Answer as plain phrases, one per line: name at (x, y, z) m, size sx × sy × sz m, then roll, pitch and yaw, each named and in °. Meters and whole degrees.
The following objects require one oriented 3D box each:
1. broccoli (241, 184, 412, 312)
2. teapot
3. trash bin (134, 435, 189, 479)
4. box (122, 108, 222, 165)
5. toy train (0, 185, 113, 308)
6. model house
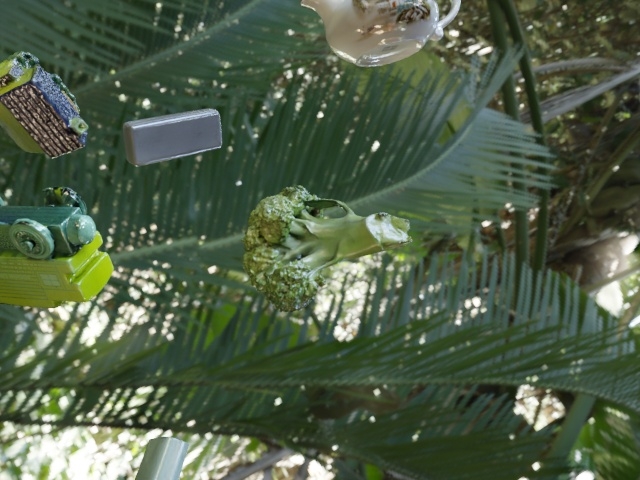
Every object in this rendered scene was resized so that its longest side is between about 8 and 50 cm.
broccoli at (-0.035, 0.003, 1.287) m, size 0.302 × 0.254 × 0.186 m, roll 1°, pitch -45°, yaw 55°
teapot at (0.119, -0.403, 1.274) m, size 0.204 × 0.298 × 0.139 m, roll 151°, pitch -75°, yaw -71°
trash bin at (-0.299, 0.432, 1.291) m, size 0.059 × 0.130 × 0.116 m, roll 29°, pitch -30°, yaw -24°
box at (-0.354, -0.253, 1.706) m, size 0.055 × 0.243 × 0.103 m, roll 23°, pitch -58°, yaw 46°
toy train at (-0.701, 0.022, 1.657) m, size 0.442 × 0.179 × 0.272 m, roll 2°, pitch -54°, yaw 19°
model house at (-0.601, -0.302, 1.540) m, size 0.211 × 0.170 × 0.194 m, roll 14°, pitch -35°, yaw 41°
